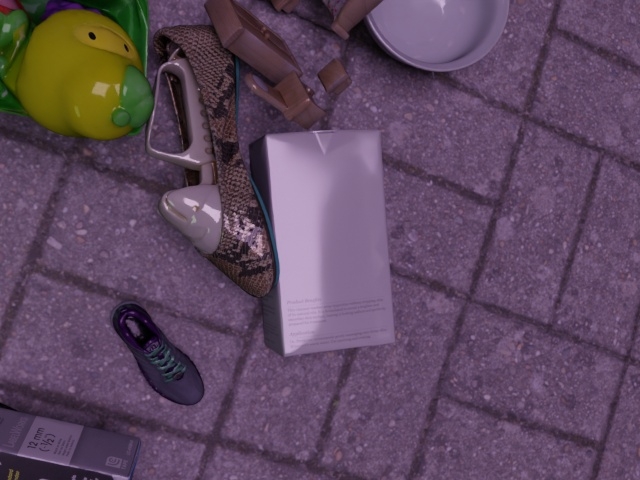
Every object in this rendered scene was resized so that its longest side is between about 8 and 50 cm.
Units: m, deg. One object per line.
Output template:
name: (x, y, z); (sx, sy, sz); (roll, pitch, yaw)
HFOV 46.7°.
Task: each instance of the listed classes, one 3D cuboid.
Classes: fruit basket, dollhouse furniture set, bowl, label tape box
fruit basket: (-0.378, -0.276, 1.060); (0.392, 0.392, 0.283); (2, 89, -17)
dollhouse furniture set: (0.006, -0.419, 1.211); (0.355, 0.303, 0.174); (-39, 144, 20)
bowl: (0.193, -0.452, 1.401); (0.297, 0.134, 0.298); (0, 90, -17)
label tape box: (-0.481, 0.396, 1.144); (0.347, 0.115, 0.249); (15, 109, -11)

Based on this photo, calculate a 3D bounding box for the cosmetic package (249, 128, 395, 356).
cosmetic package: (0.000, 0.000, 1.330); (0.217, 0.156, 0.385); (-3, 89, -17)

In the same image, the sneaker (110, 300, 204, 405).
sneaker: (-0.280, 0.203, 1.271); (0.083, 0.098, 0.224); (-42, 100, -13)

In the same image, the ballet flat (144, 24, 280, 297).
ballet flat: (-0.203, -0.132, 1.237); (0.182, 0.164, 0.483); (-5, 80, -37)

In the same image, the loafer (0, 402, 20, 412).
loafer: (-0.474, 0.351, 1.222); (0.223, 0.076, 0.078); (46, 70, -15)
